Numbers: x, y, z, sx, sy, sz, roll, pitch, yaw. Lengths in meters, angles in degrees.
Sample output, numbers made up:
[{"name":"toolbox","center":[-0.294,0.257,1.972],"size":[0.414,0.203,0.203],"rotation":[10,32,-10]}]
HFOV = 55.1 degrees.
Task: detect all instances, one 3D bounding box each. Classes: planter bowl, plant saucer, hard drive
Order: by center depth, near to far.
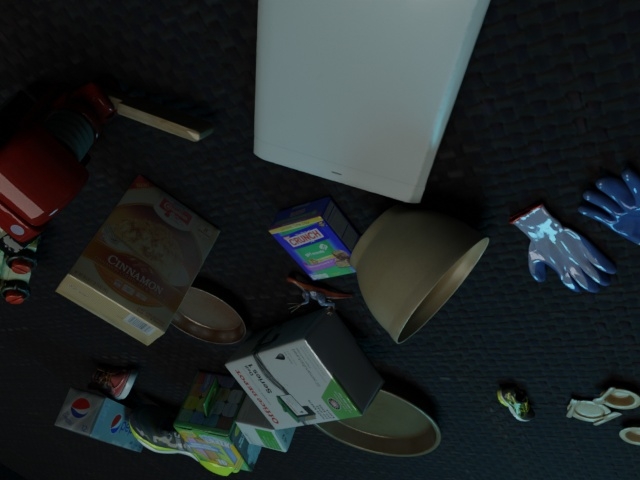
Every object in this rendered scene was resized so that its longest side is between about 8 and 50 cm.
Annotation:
[{"name":"hard drive","center":[0.037,-0.176,0.596],"size":[0.203,0.040,0.307],"rotation":[17,142,6]},{"name":"planter bowl","center":[0.105,0.026,0.727],"size":[0.109,0.162,0.162],"rotation":[42,146,20]},{"name":"plant saucer","center":[-0.204,0.121,1.067],"size":[0.169,0.029,0.168],"rotation":[14,142,11]},{"name":"plant saucer","center":[0.092,0.327,1.159],"size":[0.278,0.041,0.277],"rotation":[13,141,10]}]

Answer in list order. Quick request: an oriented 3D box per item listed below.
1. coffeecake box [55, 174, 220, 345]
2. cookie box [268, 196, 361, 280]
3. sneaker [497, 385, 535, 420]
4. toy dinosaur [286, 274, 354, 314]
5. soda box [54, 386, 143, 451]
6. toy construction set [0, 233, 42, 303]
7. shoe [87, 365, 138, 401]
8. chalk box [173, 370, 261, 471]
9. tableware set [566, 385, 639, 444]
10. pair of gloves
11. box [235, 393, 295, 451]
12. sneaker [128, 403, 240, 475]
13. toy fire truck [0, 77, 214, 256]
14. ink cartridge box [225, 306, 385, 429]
[{"name":"coffeecake box","center":[-0.245,0.025,0.847],"size":[0.142,0.185,0.068],"rotation":[36,140,-17]},{"name":"cookie box","center":[0.000,0.000,0.818],"size":[0.092,0.040,0.107],"rotation":[-14,129,37]},{"name":"sneaker","center":[0.320,0.262,0.982],"size":[0.083,0.031,0.035],"rotation":[38,138,-19]},{"name":"toy dinosaur","center":[-0.010,0.074,0.929],"size":[0.090,0.047,0.082],"rotation":[-37,109,11]},{"name":"soda box","center":[-0.511,0.436,1.473],"size":[0.098,0.091,0.286],"rotation":[11,156,14]},{"name":"toy construction set","center":[-0.586,0.011,1.019],"size":[0.215,0.151,0.328],"rotation":[11,156,-26]},{"name":"shoe","center":[-0.479,0.322,1.401],"size":[0.081,0.063,0.178],"rotation":[29,146,-18]},{"name":"chalk box","center":[-0.206,0.362,1.267],"size":[0.132,0.132,0.213],"rotation":[4,137,21]},{"name":"tableware set","center":[0.467,0.263,0.924],"size":[0.169,0.020,0.141],"rotation":[19,142,3]},{"name":"pair of gloves","center":[0.312,-0.002,0.685],"size":[0.159,0.023,0.198],"rotation":[39,138,-20]},{"name":"box","center":[-0.101,0.349,1.225],"size":[0.087,0.102,0.101],"rotation":[7,140,22]},{"name":"sneaker","center":[-0.307,0.454,1.461],"size":[0.300,0.111,0.121],"rotation":[22,132,-9]},{"name":"toy fire truck","center":[-0.274,-0.106,0.703],"size":[0.246,0.217,0.158],"rotation":[-24,124,25]},{"name":"ink cartridge box","center":[-0.031,0.218,1.019],"size":[0.219,0.092,0.160],"rotation":[-27,103,43]}]
